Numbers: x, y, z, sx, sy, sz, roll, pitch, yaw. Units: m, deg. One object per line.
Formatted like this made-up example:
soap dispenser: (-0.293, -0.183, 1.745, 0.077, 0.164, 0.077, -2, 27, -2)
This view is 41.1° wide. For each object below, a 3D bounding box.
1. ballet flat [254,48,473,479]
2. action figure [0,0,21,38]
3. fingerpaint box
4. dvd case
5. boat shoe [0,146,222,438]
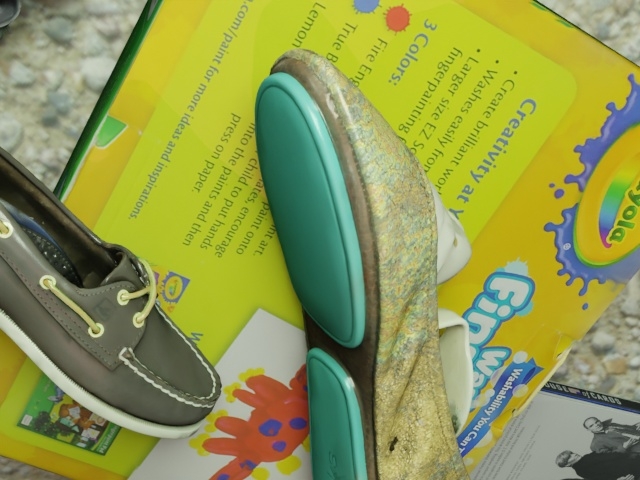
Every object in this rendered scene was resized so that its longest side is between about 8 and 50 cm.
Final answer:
ballet flat: (0.040, 0.045, 0.513, 0.123, 0.123, 0.349, -9, 119, -3)
action figure: (-0.211, -0.227, 0.475, 0.185, 0.099, 0.285, -39, 152, -35)
fingerpaint box: (0.000, 0.000, 0.630, 0.371, 0.163, 0.445, 25, 113, -19)
dvd case: (0.224, 0.223, 0.861, 0.238, 0.029, 0.179, 16, 115, -15)
boat shoe: (-0.137, 0.030, 0.490, 0.068, 0.081, 0.228, -41, 112, 19)
